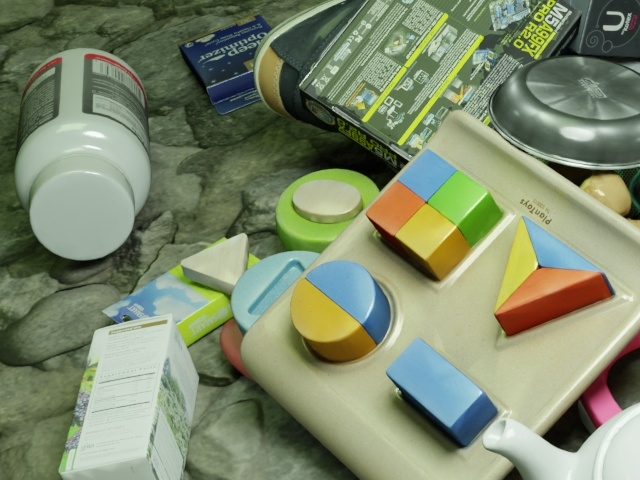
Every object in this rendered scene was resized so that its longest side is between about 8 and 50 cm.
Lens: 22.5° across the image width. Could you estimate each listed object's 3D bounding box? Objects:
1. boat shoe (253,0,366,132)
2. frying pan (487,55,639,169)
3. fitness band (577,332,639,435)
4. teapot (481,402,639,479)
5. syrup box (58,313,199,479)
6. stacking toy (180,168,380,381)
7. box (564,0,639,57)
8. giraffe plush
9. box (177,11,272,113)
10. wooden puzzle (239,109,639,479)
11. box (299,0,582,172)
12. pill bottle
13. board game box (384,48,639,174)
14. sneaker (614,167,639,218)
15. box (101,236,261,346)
[{"bbox_3d":[0.155,-0.286,2.033,0.500,0.187,0.156,-30,37,-10],"label":"boat shoe"},{"bbox_3d":[0.332,-0.126,1.625,0.326,0.053,0.197,6,34,3],"label":"frying pan"},{"bbox_3d":[0.360,0.152,1.497,0.209,0.054,0.291,-22,33,-7],"label":"fitness band"},{"bbox_3d":[0.303,0.210,1.269,0.256,0.187,0.252,-28,48,-10],"label":"teapot"},{"bbox_3d":[-0.194,0.188,1.674,0.096,0.093,0.237,-12,32,9],"label":"syrup box"},{"bbox_3d":[0.000,0.000,1.782,0.309,0.130,0.279,-32,48,-20],"label":"stacking toy"},{"bbox_3d":[0.405,-0.321,2.001,0.270,0.165,0.143,-1,23,-29],"label":"box"},{"bbox_3d":[0.233,0.015,1.658,0.170,0.181,0.210,-29,10,-3],"label":"giraffe plush"},{"bbox_3d":[-0.120,-0.266,2.387,0.136,0.036,0.225,-22,33,-7],"label":"box"},{"bbox_3d":[0.114,0.064,1.540,0.348,0.080,0.322,-49,53,-2],"label":"wooden puzzle"},{"bbox_3d":[0.139,-0.209,1.865,0.216,0.060,0.270,34,76,13],"label":"box"},{"bbox_3d":[-0.311,-0.111,2.110,0.176,0.176,0.318,-16,32,3],"label":"pill bottle"},{"bbox_3d":[0.251,-0.149,1.996,0.318,0.066,0.318,-26,33,-14],"label":"board game box"},{"bbox_3d":[0.344,-0.100,1.818,0.076,0.166,0.065,12,8,18],"label":"sneaker"},{"bbox_3d":[-0.153,0.069,1.882,0.178,0.042,0.109,-32,35,-22],"label":"box"}]
